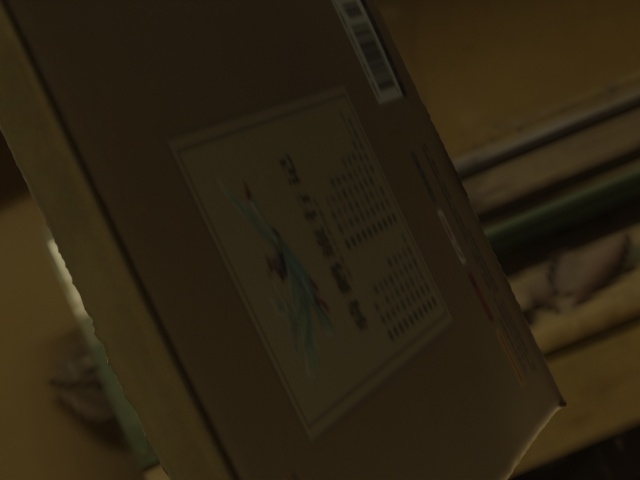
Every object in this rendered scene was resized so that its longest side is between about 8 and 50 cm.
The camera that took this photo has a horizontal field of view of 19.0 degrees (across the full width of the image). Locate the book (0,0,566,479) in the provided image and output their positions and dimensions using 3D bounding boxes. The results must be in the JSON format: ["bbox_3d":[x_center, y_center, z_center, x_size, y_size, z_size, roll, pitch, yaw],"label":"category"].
[{"bbox_3d":[0.000,0.000,0.643,0.021,0.217,0.310,-25,1,21],"label":"book"}]
